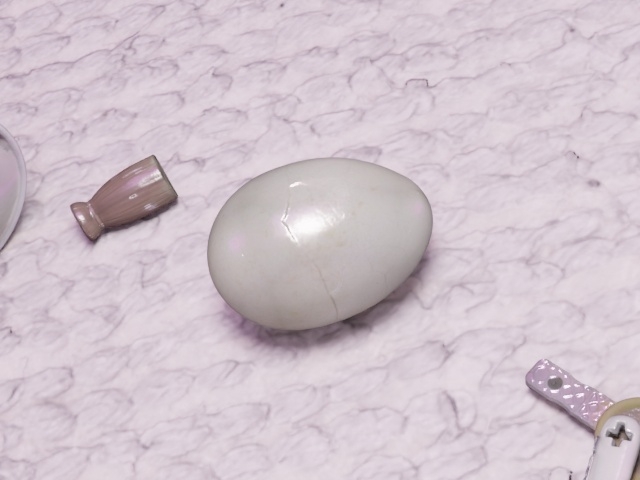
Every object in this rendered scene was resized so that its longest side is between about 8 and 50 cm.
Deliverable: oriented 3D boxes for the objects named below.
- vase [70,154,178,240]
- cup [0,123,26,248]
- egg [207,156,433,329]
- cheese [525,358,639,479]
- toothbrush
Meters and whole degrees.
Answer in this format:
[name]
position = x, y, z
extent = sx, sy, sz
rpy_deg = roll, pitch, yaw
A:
[vase]
position = -0.200, -0.041, 1.428
extent = 0.100, 0.053, 0.053
rpy_deg = -30, 52, -2
[cup]
position = -0.479, -0.103, 1.456
extent = 0.212, 0.212, 0.317
rpy_deg = -43, 53, -16
[egg]
position = 0.000, 0.000, 1.277
extent = 0.209, 0.151, 0.151
rpy_deg = -18, 51, 1
[cheese]
position = 0.249, 0.155, 1.163
extent = 0.192, 0.037, 0.097
rpy_deg = 32, 68, 33
[toothbrush]
position = 0.178, 0.319, 1.048
extent = 0.042, 0.040, 0.418
rpy_deg = 8, 59, 27
